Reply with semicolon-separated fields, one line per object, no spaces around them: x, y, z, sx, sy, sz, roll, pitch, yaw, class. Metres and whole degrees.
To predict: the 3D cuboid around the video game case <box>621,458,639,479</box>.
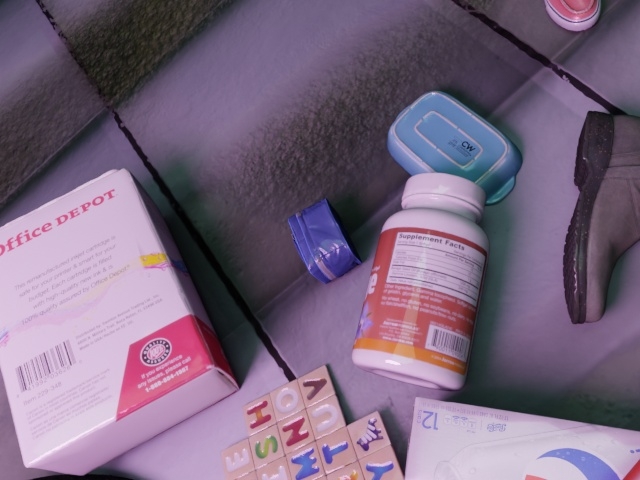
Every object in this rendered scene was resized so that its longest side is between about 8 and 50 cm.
0.344;0.194;0.421;0.285;0.025;0.204;-35;86;-21;video game case

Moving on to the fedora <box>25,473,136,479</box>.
-0.266;0.394;0.587;0.333;0.334;0.153;14;108;25;fedora

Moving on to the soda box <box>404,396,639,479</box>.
0.227;0.213;0.525;0.286;0.098;0.091;4;71;22;soda box

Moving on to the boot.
0.343;-0.025;0.588;0.161;0.083;0.247;9;74;18;boot

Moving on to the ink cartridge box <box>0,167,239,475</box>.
-0.269;0.095;0.720;0.226;0.131;0.306;-27;62;-5;ink cartridge box

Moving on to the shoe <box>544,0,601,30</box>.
0.310;-0.357;0.729;0.063;0.081;0.178;-12;65;17;shoe

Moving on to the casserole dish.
0.161;-0.119;0.719;0.114;0.037;0.188;-43;62;1;casserole dish

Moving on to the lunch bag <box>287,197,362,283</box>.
0.000;0.000;0.715;0.065;0.067;0.098;-29;61;8;lunch bag

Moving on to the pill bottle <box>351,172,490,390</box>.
0.114;0.043;0.623;0.121;0.121;0.216;8;72;24;pill bottle

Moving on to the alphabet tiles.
-0.010;0.262;0.623;0.198;0.009;0.237;-29;51;9;alphabet tiles
